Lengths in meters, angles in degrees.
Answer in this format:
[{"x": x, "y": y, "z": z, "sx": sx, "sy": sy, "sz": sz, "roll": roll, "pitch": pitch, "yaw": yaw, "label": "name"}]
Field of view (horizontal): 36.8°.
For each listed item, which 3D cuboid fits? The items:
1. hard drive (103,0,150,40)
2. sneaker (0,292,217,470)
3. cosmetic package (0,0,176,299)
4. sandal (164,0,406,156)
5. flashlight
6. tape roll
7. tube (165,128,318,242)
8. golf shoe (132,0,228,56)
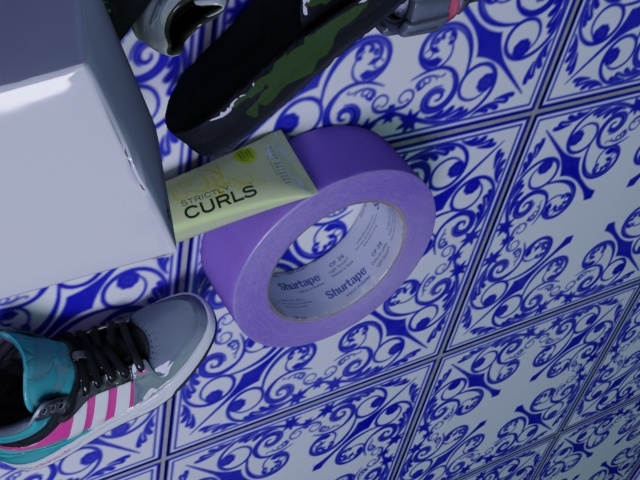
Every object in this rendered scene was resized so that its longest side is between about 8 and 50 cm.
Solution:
[{"x": -0.207, "y": -0.240, "z": 0.693, "sx": 0.172, "sy": 0.054, "sz": 0.254, "roll": -47, "pitch": 152, "yaw": 19, "label": "hard drive"}, {"x": -0.264, "y": 0.133, "z": 1.039, "sx": 0.295, "sy": 0.124, "sz": 0.178, "roll": -35, "pitch": 154, "yaw": -2, "label": "sneaker"}, {"x": -0.307, "y": -0.050, "z": 0.671, "sx": 0.365, "sy": 0.155, "sz": 0.197, "roll": -15, "pitch": 140, "yaw": -2, "label": "cosmetic package"}, {"x": 0.016, "y": -0.255, "z": 0.821, "sx": 0.446, "sy": 0.167, "sz": 0.107, "roll": -44, "pitch": 123, "yaw": 8, "label": "sandal"}, {"x": 0.191, "y": -0.285, "z": 0.979, "sx": 0.304, "sy": 0.103, "sz": 0.103, "roll": -19, "pitch": 138, "yaw": -23, "label": "flashlight"}, {"x": 0.000, "y": 0.000, "z": 1.140, "sx": 0.274, "sy": 0.090, "sz": 0.275, "roll": -23, "pitch": 142, "yaw": -20, "label": "tape roll"}, {"x": -0.129, "y": -0.041, "z": 0.994, "sx": 0.240, "sy": 0.062, "sz": 0.070, "roll": -22, "pitch": 104, "yaw": -14, "label": "tube"}, {"x": -0.087, "y": -0.227, "z": 0.815, "sx": 0.176, "sy": 0.086, "sz": 0.069, "roll": -47, "pitch": 142, "yaw": 10, "label": "golf shoe"}]
